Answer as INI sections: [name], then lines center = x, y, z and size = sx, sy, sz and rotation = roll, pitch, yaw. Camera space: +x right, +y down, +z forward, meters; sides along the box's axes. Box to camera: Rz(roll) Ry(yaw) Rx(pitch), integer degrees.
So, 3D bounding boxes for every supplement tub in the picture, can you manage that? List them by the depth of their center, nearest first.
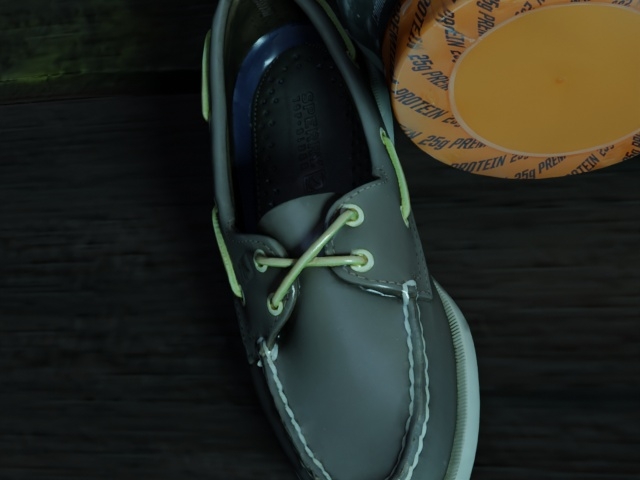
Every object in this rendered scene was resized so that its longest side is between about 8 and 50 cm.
[supplement tub]
center = 0.098, -0.214, 0.915
size = 0.207, 0.207, 0.338
rotation = -17, 55, 17

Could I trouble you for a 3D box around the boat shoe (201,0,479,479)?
[boat shoe]
center = 0.000, 0.000, 0.905
size = 0.116, 0.097, 0.324
rotation = -20, 55, 15
